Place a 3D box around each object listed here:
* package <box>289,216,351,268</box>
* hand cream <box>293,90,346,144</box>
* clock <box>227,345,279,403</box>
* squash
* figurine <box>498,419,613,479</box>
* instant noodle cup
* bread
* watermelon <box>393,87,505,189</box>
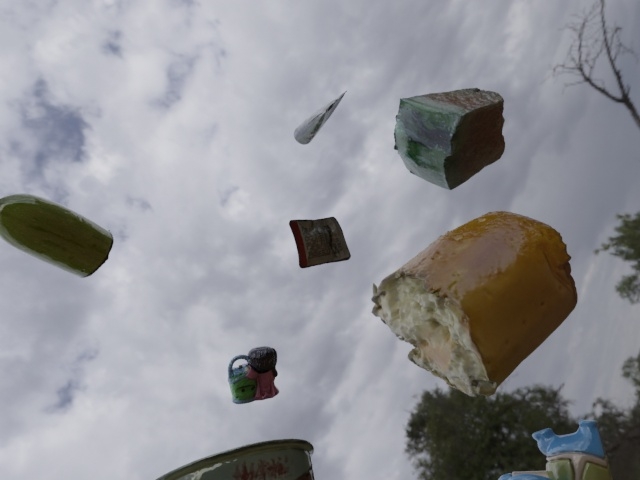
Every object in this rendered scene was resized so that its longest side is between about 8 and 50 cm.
[{"bbox_3d":[0.000,0.000,1.752,0.239,0.030,0.154,-7,-102,-51],"label":"package"},{"bbox_3d":[-0.007,-0.312,1.455,0.055,0.235,0.086,43,-118,-10],"label":"hand cream"},{"bbox_3d":[-0.249,0.497,2.073,0.194,0.100,0.195,-5,-79,-23],"label":"clock"},{"bbox_3d":[-0.590,-0.023,1.206,0.247,0.133,0.132,38,-109,-46],"label":"squash"},{"bbox_3d":[0.355,0.404,0.838,0.154,0.180,0.261,97,174,-77],"label":"figurine"},{"bbox_3d":[-0.090,0.363,0.655,0.235,0.178,0.234,-16,-33,-11],"label":"instant noodle cup"},{"bbox_3d":[0.336,0.092,1.225,0.394,0.361,0.250,-38,-59,-17],"label":"bread"},{"bbox_3d":[0.351,-0.266,1.416,0.302,0.151,0.264,-17,-39,-2],"label":"watermelon"}]
